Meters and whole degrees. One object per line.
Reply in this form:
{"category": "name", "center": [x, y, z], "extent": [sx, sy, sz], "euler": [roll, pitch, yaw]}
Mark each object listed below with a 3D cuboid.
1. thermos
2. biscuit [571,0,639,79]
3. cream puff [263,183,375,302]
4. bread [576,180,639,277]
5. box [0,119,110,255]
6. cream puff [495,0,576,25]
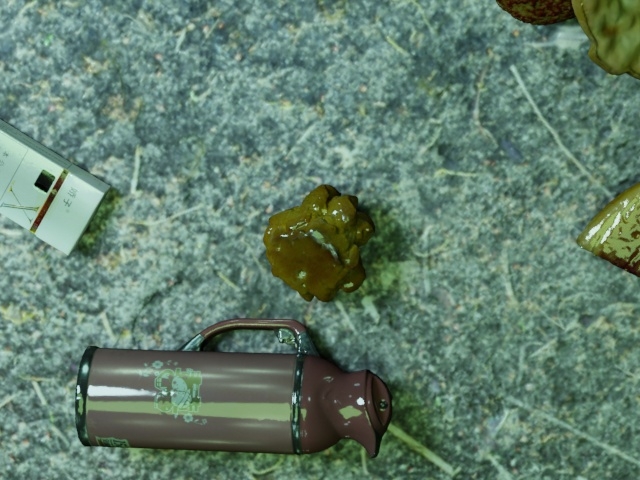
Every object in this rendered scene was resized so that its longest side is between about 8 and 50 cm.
{"category": "thermos", "center": [-0.087, 0.163, 1.621], "extent": [0.330, 0.136, 0.109], "euler": [2, 133, 5]}
{"category": "biscuit", "center": [0.349, -0.271, 1.453], "extent": [0.203, 0.041, 0.260], "euler": [35, 93, -25]}
{"category": "cream puff", "center": [0.000, 0.000, 1.570], "extent": [0.116, 0.094, 0.122], "euler": [20, 129, 3]}
{"category": "bread", "center": [0.332, -0.004, 1.552], "extent": [0.136, 0.054, 0.154], "euler": [-5, 99, 6]}
{"category": "box", "center": [-0.311, -0.061, 1.606], "extent": [0.154, 0.040, 0.084], "euler": [32, 105, -2]}
{"category": "cream puff", "center": [0.223, -0.282, 1.471], "extent": [0.149, 0.084, 0.149], "euler": [1, 106, 3]}
